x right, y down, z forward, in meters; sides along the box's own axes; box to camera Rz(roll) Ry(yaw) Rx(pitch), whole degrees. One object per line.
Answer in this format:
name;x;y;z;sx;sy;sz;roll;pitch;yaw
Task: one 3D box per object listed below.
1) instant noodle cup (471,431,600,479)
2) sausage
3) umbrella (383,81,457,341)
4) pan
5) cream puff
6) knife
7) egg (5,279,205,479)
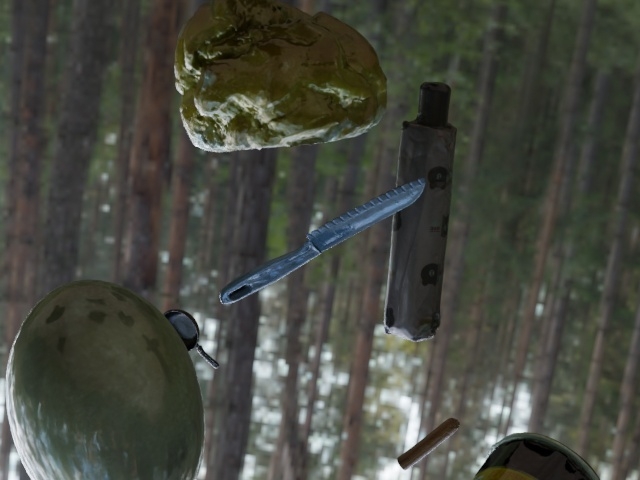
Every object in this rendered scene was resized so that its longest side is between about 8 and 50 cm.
instant noodle cup;0.255;0.407;1.983;0.215;0.216;0.236;21;-143;34
sausage;0.167;0.312;2.224;0.026;0.116;0.026;44;-163;-17
umbrella;0.131;-0.036;1.865;0.073;0.337;0.067;10;-168;26
pan;-0.187;0.146;2.128;0.115;0.068;0.023;42;-146;12
cream puff;-0.079;-0.290;2.383;0.378;0.276;0.378;-4;-174;0
knife;0.000;0.000;1.815;0.313;0.044;0.019;-29;-137;14
egg;-0.281;0.223;1.902;0.258;0.352;0.258;-10;-159;4
